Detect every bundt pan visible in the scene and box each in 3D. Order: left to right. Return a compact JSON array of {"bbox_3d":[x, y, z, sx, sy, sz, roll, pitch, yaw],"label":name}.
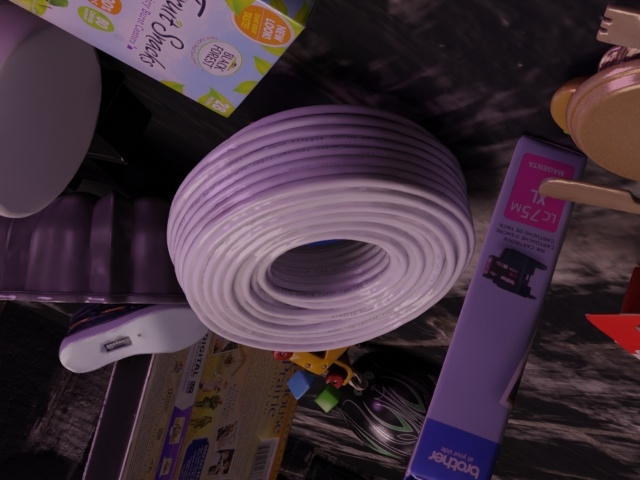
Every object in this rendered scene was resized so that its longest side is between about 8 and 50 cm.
[{"bbox_3d":[-0.248,0.008,1.027,0.330,0.124,0.331,1,179,0],"label":"bundt pan"}]

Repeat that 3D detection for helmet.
[{"bbox_3d":[0.121,0.275,1.408,0.161,0.169,0.169,31,169,33],"label":"helmet"}]

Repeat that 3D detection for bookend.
[{"bbox_3d":[-0.240,-0.109,0.900,0.156,0.072,0.157,12,160,29],"label":"bookend"}]

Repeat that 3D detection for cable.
[{"bbox_3d":[0.000,0.000,0.715,0.257,0.089,0.257,-24,144,21],"label":"cable"}]

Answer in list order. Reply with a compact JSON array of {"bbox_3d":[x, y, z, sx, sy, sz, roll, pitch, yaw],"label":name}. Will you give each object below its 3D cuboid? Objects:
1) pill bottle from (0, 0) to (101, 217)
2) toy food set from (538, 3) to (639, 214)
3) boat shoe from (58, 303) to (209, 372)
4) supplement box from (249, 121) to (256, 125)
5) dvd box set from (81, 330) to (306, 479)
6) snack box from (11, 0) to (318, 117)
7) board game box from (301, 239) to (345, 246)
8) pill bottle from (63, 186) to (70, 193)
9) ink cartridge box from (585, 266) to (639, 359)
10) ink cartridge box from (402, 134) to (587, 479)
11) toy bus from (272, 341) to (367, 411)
[{"bbox_3d":[-0.391,-0.155,0.739,0.360,0.204,0.204,19,162,11],"label":"pill bottle"},{"bbox_3d":[0.209,-0.078,0.517,0.132,0.039,0.192,13,155,8],"label":"toy food set"},{"bbox_3d":[-0.222,0.095,1.024,0.183,0.083,0.065,-15,122,1],"label":"boat shoe"},{"bbox_3d":[-0.058,-0.052,0.796,0.036,0.099,0.062,11,158,32],"label":"supplement box"},{"bbox_3d":[-0.158,0.246,1.241,0.062,0.308,0.420,15,-179,28],"label":"dvd box set"},{"bbox_3d":[-0.115,-0.180,0.554,0.207,0.070,0.174,26,161,-14],"label":"snack box"},{"bbox_3d":[0.019,0.047,1.068,0.160,0.047,0.210,28,161,-16],"label":"board game box"},{"bbox_3d":[-0.411,-0.094,1.127,0.151,0.086,0.086,20,162,8],"label":"pill bottle"},{"bbox_3d":[0.350,0.082,0.718,0.231,0.078,0.134,32,159,-26],"label":"ink cartridge box"},{"bbox_3d":[0.122,0.098,0.660,0.065,0.311,0.186,21,162,11],"label":"ink cartridge box"},{"bbox_3d":[0.004,0.131,1.234,0.191,0.104,0.202,49,-159,14],"label":"toy bus"}]
